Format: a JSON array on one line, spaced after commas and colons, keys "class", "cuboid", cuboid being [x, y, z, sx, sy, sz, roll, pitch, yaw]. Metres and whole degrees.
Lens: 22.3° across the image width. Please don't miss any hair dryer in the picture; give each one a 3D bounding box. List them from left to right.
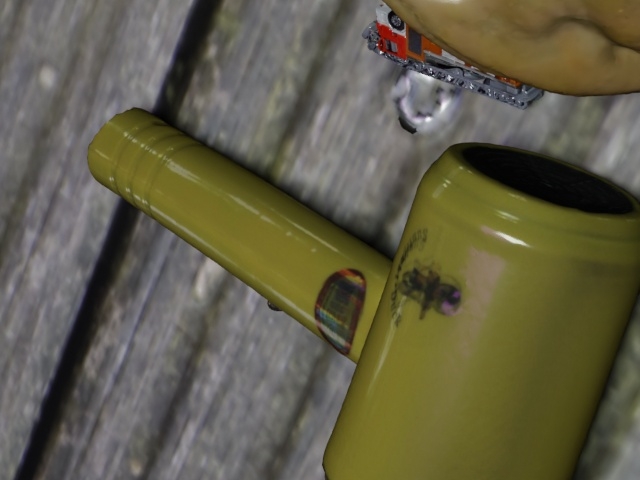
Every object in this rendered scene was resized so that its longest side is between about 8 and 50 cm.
[{"class": "hair dryer", "cuboid": [0.000, 0.000, 0.655, 0.279, 0.090, 0.134, 32, 114, 40]}]

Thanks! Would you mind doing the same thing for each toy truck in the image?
[{"class": "toy truck", "cuboid": [0.051, -0.076, 0.635, 0.083, 0.024, 0.032, 25, 139, 32]}]

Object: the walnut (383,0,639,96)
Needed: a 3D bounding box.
[{"class": "walnut", "cuboid": [0.078, -0.146, 0.501, 0.213, 0.213, 0.213, 5, 97, 39]}]
